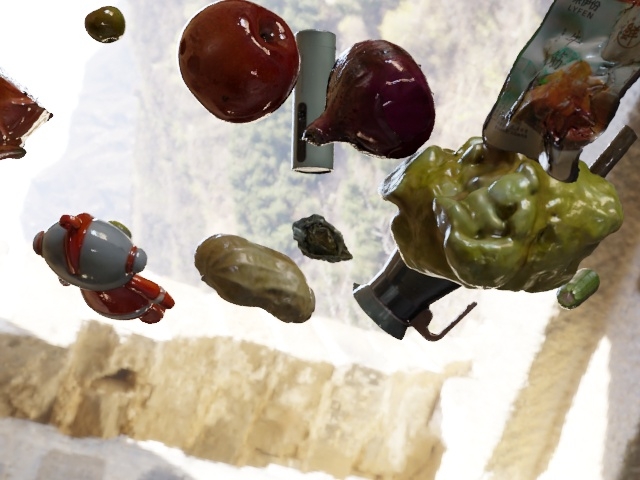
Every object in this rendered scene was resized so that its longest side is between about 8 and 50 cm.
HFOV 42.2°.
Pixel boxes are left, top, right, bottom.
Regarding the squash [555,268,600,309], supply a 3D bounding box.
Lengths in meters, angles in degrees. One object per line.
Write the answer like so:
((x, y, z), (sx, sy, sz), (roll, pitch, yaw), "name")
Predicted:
((0.568, 0.106, 1.831), (0.229, 0.066, 0.066), (-15, -45, -60), "squash")

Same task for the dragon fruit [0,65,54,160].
((-0.687, -0.253, 1.573), (0.225, 0.305, 0.305), (-50, 18, 0), "dragon fruit")

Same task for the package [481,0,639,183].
((0.280, -0.185, 0.932), (0.166, 0.040, 0.232), (46, 113, 45), "package")

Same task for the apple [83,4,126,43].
((-0.464, -0.464, 1.781), (0.089, 0.090, 0.074), (164, 92, -69), "apple")

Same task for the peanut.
((-0.158, 0.089, 2.076), (0.158, 0.340, 0.174), (-60, 26, 25), "peanut")

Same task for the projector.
((-0.016, -0.332, 2.003), (0.108, 0.108, 0.337), (176, 96, -71), "projector")

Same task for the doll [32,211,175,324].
((-0.330, 0.041, 1.255), (0.336, 0.200, 0.105), (79, -156, -64), "doll")

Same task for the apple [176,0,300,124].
((-0.168, -0.374, 1.736), (0.216, 0.260, 0.260), (-34, 37, 33), "apple")

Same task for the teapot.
((0.291, 0.106, 2.298), (0.344, 0.300, 0.253), (-46, -7, 12), "teapot")

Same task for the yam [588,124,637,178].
((0.499, -0.089, 1.626), (0.327, 0.045, 0.045), (-50, -4, 8), "yam")

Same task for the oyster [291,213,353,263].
((0.001, 0.000, 1.463), (0.037, 0.098, 0.100), (93, 166, -59), "oyster")

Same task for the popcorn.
((0.264, -0.028, 1.302), (0.292, 0.293, 0.334), (-44, 14, -18), "popcorn")

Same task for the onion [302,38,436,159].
((0.072, -0.206, 1.299), (0.195, 0.218, 0.140), (68, 166, -19), "onion")
